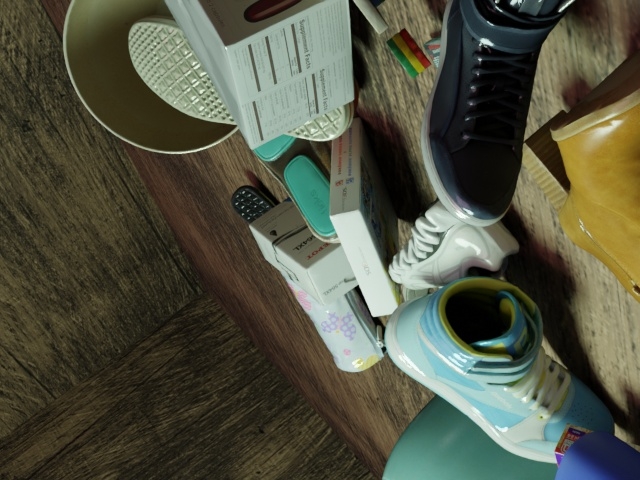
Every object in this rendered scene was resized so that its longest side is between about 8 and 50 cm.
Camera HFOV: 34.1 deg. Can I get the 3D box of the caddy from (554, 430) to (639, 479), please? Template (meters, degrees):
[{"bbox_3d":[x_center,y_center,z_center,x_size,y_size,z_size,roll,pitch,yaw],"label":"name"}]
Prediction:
[{"bbox_3d":[0.367,0.285,0.960,0.179,0.241,0.341,42,164,56],"label":"caddy"}]

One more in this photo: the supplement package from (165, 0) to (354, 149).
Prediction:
[{"bbox_3d":[-0.086,-0.282,1.200,0.262,0.145,0.204,59,170,25],"label":"supplement package"}]

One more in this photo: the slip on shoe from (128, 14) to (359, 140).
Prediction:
[{"bbox_3d":[-0.101,-0.216,1.358,0.331,0.101,0.123,18,123,16],"label":"slip on shoe"}]

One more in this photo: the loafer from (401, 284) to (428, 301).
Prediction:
[{"bbox_3d":[0.146,0.080,1.638,0.039,0.045,0.125,52,171,37],"label":"loafer"}]

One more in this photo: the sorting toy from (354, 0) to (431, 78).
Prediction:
[{"bbox_3d":[0.023,-0.290,1.030,0.274,0.046,0.132,49,-168,-23],"label":"sorting toy"}]

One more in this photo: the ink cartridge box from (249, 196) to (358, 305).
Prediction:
[{"bbox_3d":[0.000,0.000,1.705,0.203,0.148,0.086,35,155,52],"label":"ink cartridge box"}]

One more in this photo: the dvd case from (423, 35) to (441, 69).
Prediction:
[{"bbox_3d":[0.155,-0.157,1.062,0.119,0.013,0.087,55,167,-11],"label":"dvd case"}]

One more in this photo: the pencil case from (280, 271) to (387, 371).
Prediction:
[{"bbox_3d":[0.028,0.126,2.006,0.124,0.113,0.273,10,136,57],"label":"pencil case"}]

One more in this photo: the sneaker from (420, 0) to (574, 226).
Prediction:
[{"bbox_3d":[0.141,-0.135,0.816,0.163,0.086,0.226,133,141,-73],"label":"sneaker"}]

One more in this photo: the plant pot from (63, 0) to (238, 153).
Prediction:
[{"bbox_3d":[-0.197,-0.289,1.498,0.284,0.284,0.191,58,-159,-16],"label":"plant pot"}]

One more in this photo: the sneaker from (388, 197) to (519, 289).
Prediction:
[{"bbox_3d":[0.165,0.022,1.306,0.118,0.110,0.292,43,166,8],"label":"sneaker"}]

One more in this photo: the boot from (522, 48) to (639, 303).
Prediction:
[{"bbox_3d":[0.272,-0.032,0.823,0.211,0.104,0.295,48,172,2],"label":"boot"}]

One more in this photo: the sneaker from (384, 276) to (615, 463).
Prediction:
[{"bbox_3d":[0.241,0.157,1.231,0.319,0.127,0.208,29,157,-4],"label":"sneaker"}]

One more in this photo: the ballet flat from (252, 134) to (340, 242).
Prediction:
[{"bbox_3d":[-0.029,-0.127,1.571,0.106,0.107,0.316,4,-124,-61],"label":"ballet flat"}]

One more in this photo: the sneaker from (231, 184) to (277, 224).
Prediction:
[{"bbox_3d":[-0.088,-0.028,2.152,0.234,0.084,0.097,51,-169,16],"label":"sneaker"}]

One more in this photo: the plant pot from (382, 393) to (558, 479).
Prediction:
[{"bbox_3d":[0.241,0.372,1.624,0.293,0.235,0.293,49,166,17],"label":"plant pot"}]

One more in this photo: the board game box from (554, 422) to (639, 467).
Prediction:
[{"bbox_3d":[0.379,0.295,1.213,0.193,0.045,0.146,13,144,33],"label":"board game box"}]

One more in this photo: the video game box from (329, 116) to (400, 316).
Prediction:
[{"bbox_3d":[0.063,-0.030,1.423,0.187,0.048,0.205,-90,-18,-46],"label":"video game box"}]
